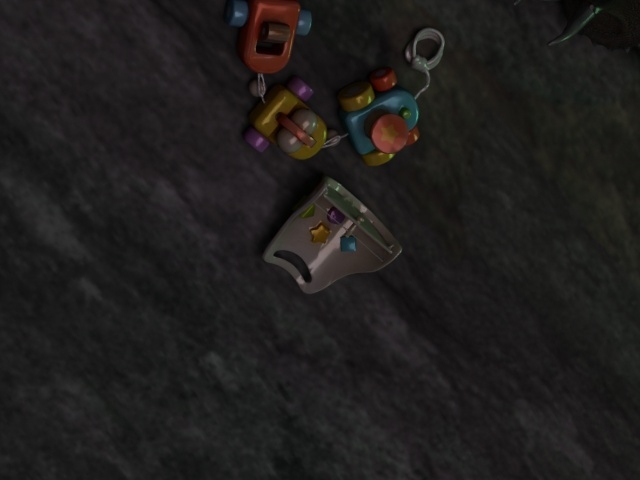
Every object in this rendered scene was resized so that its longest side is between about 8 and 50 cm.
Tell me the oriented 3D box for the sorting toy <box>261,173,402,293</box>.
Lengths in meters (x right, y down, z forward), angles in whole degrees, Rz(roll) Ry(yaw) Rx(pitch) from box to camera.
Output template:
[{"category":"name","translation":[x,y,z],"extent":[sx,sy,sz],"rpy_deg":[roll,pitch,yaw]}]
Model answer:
[{"category":"sorting toy","translation":[0.000,0.000,1.288],"extent":[0.075,0.045,0.083],"rpy_deg":[-44,121,9]}]

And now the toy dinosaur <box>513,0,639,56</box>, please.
[{"category":"toy dinosaur","translation":[0.281,-0.163,1.303],"extent":[0.313,0.121,0.160],"rpy_deg":[30,111,-34]}]

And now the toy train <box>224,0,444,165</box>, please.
[{"category":"toy train","translation":[0.010,-0.109,1.239],"extent":[0.166,0.046,0.125],"rpy_deg":[9,109,-24]}]
